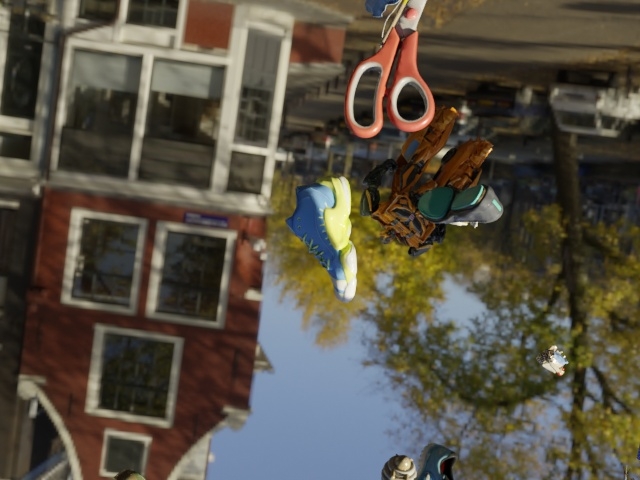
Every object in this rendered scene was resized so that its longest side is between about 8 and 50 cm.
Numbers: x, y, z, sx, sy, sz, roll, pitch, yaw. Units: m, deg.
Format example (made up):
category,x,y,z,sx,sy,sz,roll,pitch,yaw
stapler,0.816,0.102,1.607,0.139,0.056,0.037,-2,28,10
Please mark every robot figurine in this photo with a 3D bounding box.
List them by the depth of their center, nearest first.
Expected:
category,x,y,z,sx,sy,sz,roll,pitch,yaw
robot figurine,0.208,-0.114,1.760,0.211,0.291,0.085,38,167,-17

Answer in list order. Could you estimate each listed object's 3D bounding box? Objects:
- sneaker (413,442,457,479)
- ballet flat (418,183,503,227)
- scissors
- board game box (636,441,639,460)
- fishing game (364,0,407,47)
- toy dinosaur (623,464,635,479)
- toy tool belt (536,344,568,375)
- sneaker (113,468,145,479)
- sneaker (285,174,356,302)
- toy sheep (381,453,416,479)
category,x,y,z,sx,sy,sz,roll,pitch,yaw
sneaker,0.207,0.451,1.622,0.073,0.162,0.063,-3,151,46
ballet flat,0.234,-0.051,1.468,0.074,0.074,0.203,6,176,-23
scissors,0.095,-0.262,1.083,0.109,0.297,0.021,5,165,12
board game box,0.632,0.190,1.419,0.233,0.347,0.078,9,-176,-43
fishing game,0.117,-0.450,1.415,0.041,0.189,0.264,7,-131,-20
toy dinosaur,0.615,0.493,1.754,0.047,0.090,0.082,21,149,-38
toy tool belt,0.499,0.252,1.874,0.083,0.051,0.052,29,-166,-34
sneaker,-0.201,0.366,1.196,0.086,0.192,0.064,-34,-155,-24
sneaker,0.000,0.000,1.660,0.126,0.240,0.091,-5,177,-1
toy sheep,0.179,0.545,2.036,0.091,0.132,0.091,11,-151,-6
